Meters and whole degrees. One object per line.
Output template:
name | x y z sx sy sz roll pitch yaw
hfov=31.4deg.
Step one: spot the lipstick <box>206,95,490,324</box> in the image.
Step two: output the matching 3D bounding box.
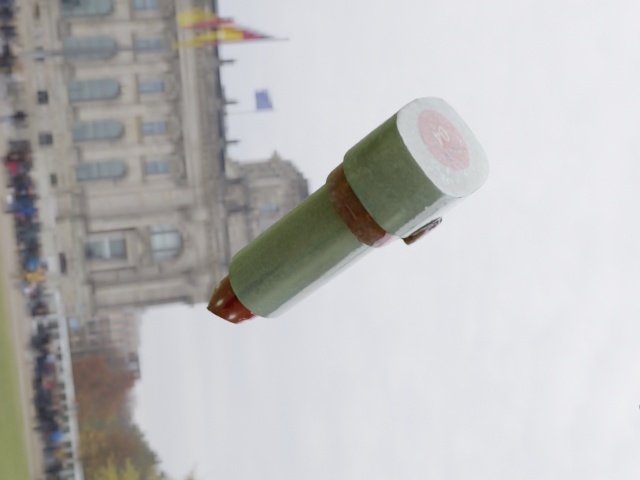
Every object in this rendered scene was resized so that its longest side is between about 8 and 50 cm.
lipstick | 0.001 0.001 0.593 0.186 0.063 0.057 -37 -93 37
